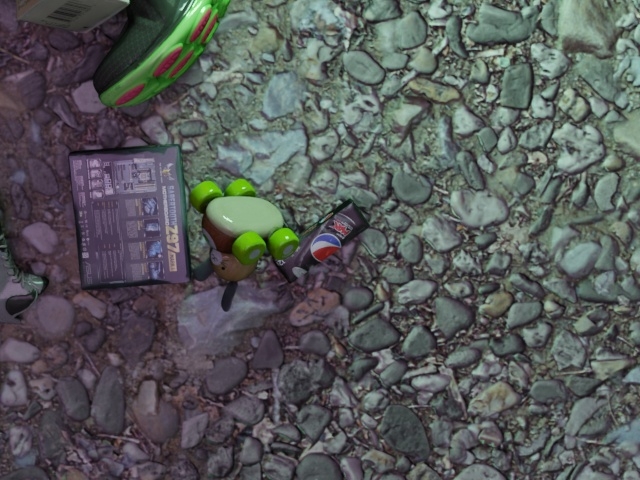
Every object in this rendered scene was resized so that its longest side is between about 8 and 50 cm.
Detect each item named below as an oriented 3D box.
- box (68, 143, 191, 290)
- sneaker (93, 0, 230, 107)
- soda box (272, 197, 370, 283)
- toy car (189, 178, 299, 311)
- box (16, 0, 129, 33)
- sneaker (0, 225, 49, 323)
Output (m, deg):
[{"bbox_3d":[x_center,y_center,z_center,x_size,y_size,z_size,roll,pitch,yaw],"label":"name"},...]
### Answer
[{"bbox_3d":[-0.314,-0.039,1.819,0.183,0.059,0.233,-5,99,-2],"label":"box"},{"bbox_3d":[-0.239,-0.431,1.719,0.202,0.185,0.483,26,89,3],"label":"sneaker"},{"bbox_3d":[0.000,0.000,1.844,0.169,0.060,0.053,-36,100,3],"label":"soda box"},{"bbox_3d":[-0.153,0.020,1.804,0.155,0.149,0.188,48,124,28],"label":"toy car"},{"bbox_3d":[-0.376,-0.487,1.636,0.121,0.148,0.311,4,76,-39],"label":"box"},{"bbox_3d":[-0.515,0.035,1.815,0.132,0.086,0.229,8,109,-10],"label":"sneaker"}]
